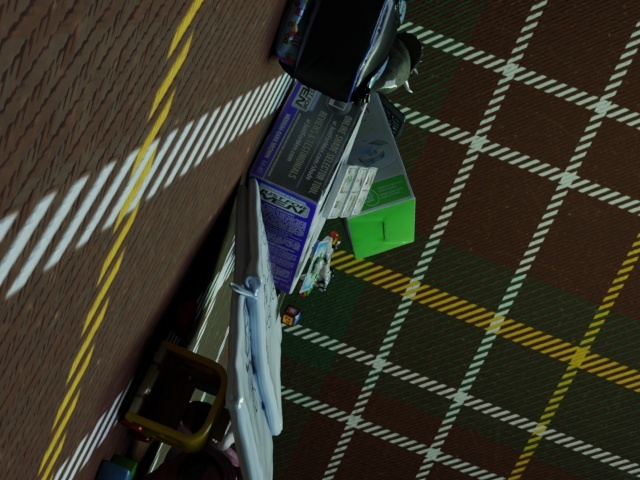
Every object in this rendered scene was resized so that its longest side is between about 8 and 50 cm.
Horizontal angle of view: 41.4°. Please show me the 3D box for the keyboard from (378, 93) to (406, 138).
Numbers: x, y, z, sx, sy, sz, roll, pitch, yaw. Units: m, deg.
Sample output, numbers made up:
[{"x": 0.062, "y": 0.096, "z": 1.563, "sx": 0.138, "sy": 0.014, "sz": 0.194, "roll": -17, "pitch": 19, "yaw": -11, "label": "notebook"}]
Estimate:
[{"x": 0.087, "y": -0.263, "z": 1.598, "sx": 0.023, "sy": 0.180, "sz": 0.108, "roll": -42, "pitch": 169, "yaw": -13, "label": "keyboard"}]

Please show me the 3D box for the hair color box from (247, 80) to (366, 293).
[{"x": -0.036, "y": -0.072, "z": 1.256, "sx": 0.339, "sy": 0.110, "sz": 0.185, "roll": 113, "pitch": 1, "yaw": -64, "label": "hair color box"}]

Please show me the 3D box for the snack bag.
[{"x": -0.073, "y": 0.151, "z": 1.031, "sx": 0.342, "sy": 0.037, "sz": 0.323, "roll": -92, "pitch": 179, "yaw": -47, "label": "snack bag"}]

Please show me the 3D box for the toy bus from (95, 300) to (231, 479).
[{"x": -0.152, "y": 0.187, "z": 0.950, "sx": 0.202, "sy": 0.104, "sz": 0.191, "roll": -63, "pitch": 176, "yaw": -65, "label": "toy bus"}]

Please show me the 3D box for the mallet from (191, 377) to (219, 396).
[{"x": -0.192, "y": 0.209, "z": 1.325, "sx": 0.189, "sy": 0.062, "sz": 0.039, "roll": 62, "pitch": 47, "yaw": -68, "label": "mallet"}]

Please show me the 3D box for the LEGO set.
[{"x": 0.000, "y": 0.000, "z": 1.215, "sx": 0.244, "sy": 0.060, "sz": 0.182, "roll": -69, "pitch": 166, "yaw": 10, "label": "LEGO set"}]

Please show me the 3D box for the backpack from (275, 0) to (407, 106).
[{"x": 0.031, "y": -0.243, "z": 0.947, "sx": 0.173, "sy": 0.117, "sz": 0.158, "roll": -61, "pitch": 173, "yaw": -71, "label": "backpack"}]

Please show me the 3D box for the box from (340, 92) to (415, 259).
[{"x": 0.075, "y": -0.117, "z": 1.529, "sx": 0.262, "sy": 0.127, "sz": 0.231, "roll": 71, "pitch": 2, "yaw": -72, "label": "box"}]

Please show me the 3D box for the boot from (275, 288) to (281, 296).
[{"x": -0.091, "y": 0.053, "z": 1.707, "sx": 0.189, "sy": 0.076, "sz": 0.208, "roll": -52, "pitch": -178, "yaw": 39, "label": "boot"}]

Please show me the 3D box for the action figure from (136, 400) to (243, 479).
[{"x": -0.135, "y": 0.341, "z": 1.171, "sx": 0.370, "sy": 0.248, "sz": 0.275, "roll": 94, "pitch": 7, "yaw": -68, "label": "action figure"}]

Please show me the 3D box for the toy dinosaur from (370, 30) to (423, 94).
[{"x": 0.082, "y": -0.285, "z": 1.313, "sx": 0.313, "sy": 0.160, "sz": 0.121, "roll": -66, "pitch": 178, "yaw": -66, "label": "toy dinosaur"}]
